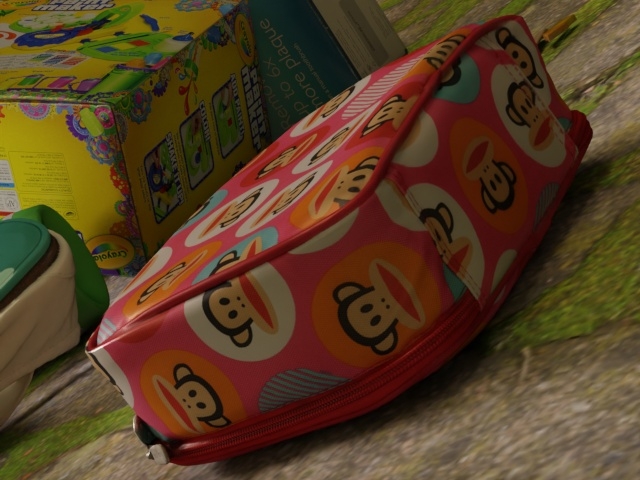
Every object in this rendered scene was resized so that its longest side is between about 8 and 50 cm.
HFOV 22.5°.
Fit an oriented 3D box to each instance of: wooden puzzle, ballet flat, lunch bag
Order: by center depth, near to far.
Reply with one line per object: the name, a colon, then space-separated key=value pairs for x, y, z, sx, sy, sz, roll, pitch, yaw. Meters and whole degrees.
lunch bag: x=0.000 y=0.000 z=0.916 sx=0.258 sy=0.120 sz=0.293 roll=-24 pitch=16 yaw=38
ballet flat: x=-0.322 y=0.142 z=1.190 sx=0.400 sy=0.139 sz=0.139 roll=-42 pitch=15 yaw=-31
wooden puzzle: x=0.155 y=-0.149 z=1.337 sx=0.116 sy=0.014 sz=0.078 roll=-24 pitch=12 yaw=37

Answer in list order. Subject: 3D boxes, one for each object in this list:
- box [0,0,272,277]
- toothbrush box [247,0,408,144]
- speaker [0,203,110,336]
box: x=-0.240 y=-0.111 z=1.558 sx=0.290 sy=0.177 sz=0.279 roll=4 pitch=30 yaw=24
toothbrush box: x=-0.095 y=-0.203 z=1.691 sx=0.295 sy=0.216 sz=0.126 roll=-24 pitch=16 yaw=35
speaker: x=-0.335 y=0.091 z=1.399 sx=0.296 sy=0.131 sz=0.131 roll=-32 pitch=13 yaw=8
